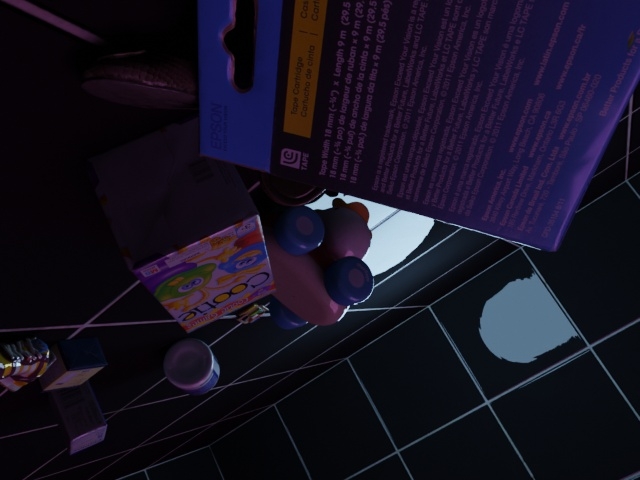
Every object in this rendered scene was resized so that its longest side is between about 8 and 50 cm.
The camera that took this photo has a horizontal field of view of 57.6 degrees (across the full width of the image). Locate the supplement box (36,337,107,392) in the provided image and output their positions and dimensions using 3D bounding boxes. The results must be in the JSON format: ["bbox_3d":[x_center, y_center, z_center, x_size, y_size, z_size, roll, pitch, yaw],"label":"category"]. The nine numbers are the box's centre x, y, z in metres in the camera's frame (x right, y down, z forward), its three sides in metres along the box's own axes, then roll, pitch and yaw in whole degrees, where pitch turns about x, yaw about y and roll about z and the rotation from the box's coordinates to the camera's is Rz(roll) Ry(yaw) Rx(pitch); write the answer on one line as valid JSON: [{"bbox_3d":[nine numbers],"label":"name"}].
[{"bbox_3d":[-0.439,0.216,1.016,0.083,0.056,0.083,-36,160,19],"label":"supplement box"}]

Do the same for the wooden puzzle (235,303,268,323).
[{"bbox_3d":[-0.162,0.179,1.395,0.078,0.014,0.116,-32,162,7],"label":"wooden puzzle"}]

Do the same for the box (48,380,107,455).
[{"bbox_3d":[-0.491,0.348,1.175,0.072,0.126,0.137,-19,160,-33],"label":"box"}]

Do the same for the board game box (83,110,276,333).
[{"bbox_3d":[-0.155,-0.005,0.722,0.142,0.144,0.275,-26,160,-10],"label":"board game box"}]

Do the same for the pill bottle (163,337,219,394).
[{"bbox_3d":[-0.296,0.303,1.366,0.112,0.112,0.187,-25,161,-12],"label":"pill bottle"}]

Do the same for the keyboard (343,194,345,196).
[{"bbox_3d":[0.114,-0.154,0.938,0.072,0.014,0.256,-17,158,-34],"label":"keyboard"}]

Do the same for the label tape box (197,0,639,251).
[{"bbox_3d":[0.072,-0.151,0.483,0.106,0.333,0.241,-63,167,-49],"label":"label tape box"}]

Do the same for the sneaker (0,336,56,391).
[{"bbox_3d":[-0.459,0.172,0.872,0.083,0.070,0.185,-33,169,-18],"label":"sneaker"}]

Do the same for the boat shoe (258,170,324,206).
[{"bbox_3d":[0.051,-0.157,0.725,0.307,0.111,0.104,-33,-173,-3],"label":"boat shoe"}]

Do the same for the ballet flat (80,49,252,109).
[{"bbox_3d":[-0.102,-0.156,0.559,0.249,0.058,0.084,-7,-172,-39],"label":"ballet flat"}]

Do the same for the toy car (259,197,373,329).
[{"bbox_3d":[0.000,0.000,0.987,0.219,0.210,0.238,-32,-165,51],"label":"toy car"}]
